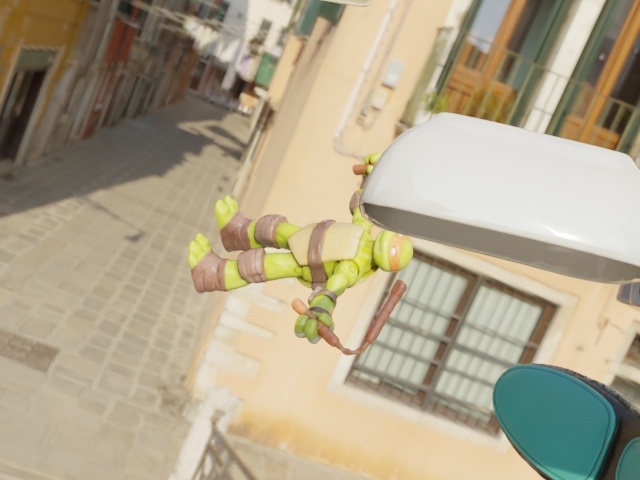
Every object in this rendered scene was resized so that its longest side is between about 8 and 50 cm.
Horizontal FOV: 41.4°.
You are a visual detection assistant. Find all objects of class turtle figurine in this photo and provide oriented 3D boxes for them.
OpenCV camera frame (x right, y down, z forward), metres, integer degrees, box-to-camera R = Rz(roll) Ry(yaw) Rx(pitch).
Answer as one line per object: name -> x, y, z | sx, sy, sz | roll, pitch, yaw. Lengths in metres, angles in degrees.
turtle figurine -> 0.000, 0.000, 0.796 | 0.217, 0.269, 0.087 | 2, -39, 22

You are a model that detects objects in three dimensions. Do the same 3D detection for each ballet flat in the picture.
ballet flat -> 0.431, 0.304, 1.147 | 0.182, 0.164, 0.483 | 28, -4, -26

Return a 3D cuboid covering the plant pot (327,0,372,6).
plant pot -> -0.008, -0.244, 0.611 | 0.109, 0.109, 0.096 | 8, 34, -4

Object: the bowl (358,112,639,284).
bowl -> 0.095, -0.020, 0.421 | 0.142, 0.053, 0.142 | 15, -4, 9

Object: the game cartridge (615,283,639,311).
game cartridge -> 0.423, 0.091, 0.745 | 0.230, 0.068, 0.355 | 30, 2, -1
